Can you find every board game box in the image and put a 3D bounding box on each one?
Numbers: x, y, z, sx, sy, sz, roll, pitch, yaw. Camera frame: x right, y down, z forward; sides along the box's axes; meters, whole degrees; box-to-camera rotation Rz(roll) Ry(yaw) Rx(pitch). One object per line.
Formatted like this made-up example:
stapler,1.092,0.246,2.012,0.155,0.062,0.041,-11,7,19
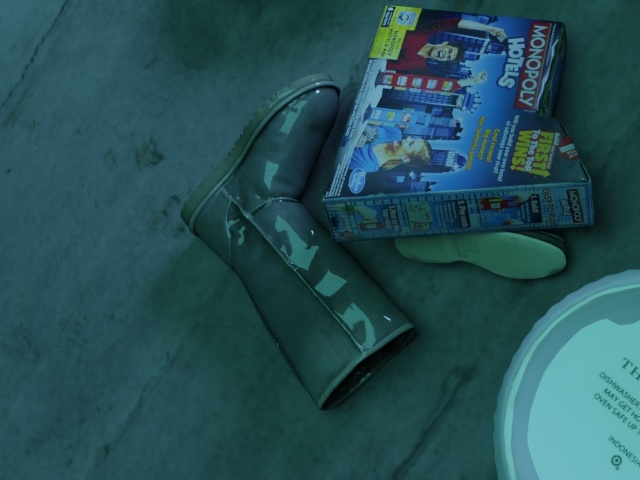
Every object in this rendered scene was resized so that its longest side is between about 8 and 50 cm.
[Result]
board game box,0.121,-0.080,1.476,0.194,0.060,0.194,9,58,16

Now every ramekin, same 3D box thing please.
ramekin,0.245,0.140,1.369,0.273,0.127,0.273,-5,78,23

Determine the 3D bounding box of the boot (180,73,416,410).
boot,0.002,-0.001,1.532,0.190,0.076,0.208,-52,58,20

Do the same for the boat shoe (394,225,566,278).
boat shoe,0.126,-0.003,1.496,0.137,0.049,0.043,7,44,22
